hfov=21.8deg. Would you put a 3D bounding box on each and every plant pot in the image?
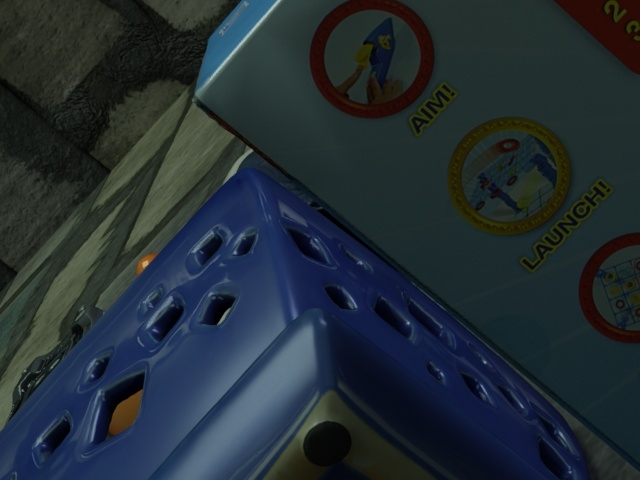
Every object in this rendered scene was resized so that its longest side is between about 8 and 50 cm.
[{"bbox_3d":[-0.009,0.139,0.766,0.236,0.236,0.212,-49,19,5],"label":"plant pot"}]

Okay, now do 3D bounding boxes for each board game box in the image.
[{"bbox_3d":[0.167,-0.076,0.594,0.308,0.302,0.086,-47,14,14],"label":"board game box"}]

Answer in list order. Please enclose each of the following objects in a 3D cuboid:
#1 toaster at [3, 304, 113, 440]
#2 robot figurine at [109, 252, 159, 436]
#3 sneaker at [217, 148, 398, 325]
[{"bbox_3d":[-0.197,0.169,1.467,0.129,0.146,0.227,-47,13,18],"label":"toaster"},{"bbox_3d":[-0.112,0.096,1.354,0.158,0.128,0.219,-60,-9,19],"label":"robot figurine"},{"bbox_3d":[0.000,0.000,1.338,0.148,0.131,0.350,-45,24,25],"label":"sneaker"}]
